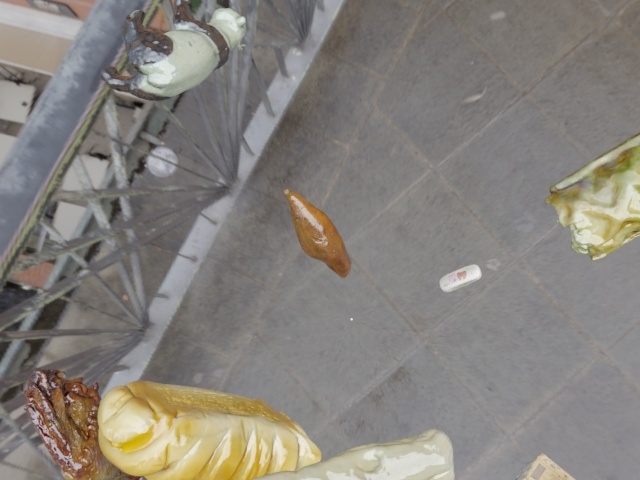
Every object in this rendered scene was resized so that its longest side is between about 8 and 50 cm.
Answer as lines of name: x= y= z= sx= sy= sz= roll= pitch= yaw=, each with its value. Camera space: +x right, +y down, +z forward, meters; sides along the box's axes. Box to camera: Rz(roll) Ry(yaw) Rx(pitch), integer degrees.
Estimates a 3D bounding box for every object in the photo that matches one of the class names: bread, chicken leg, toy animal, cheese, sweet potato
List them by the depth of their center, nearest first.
cheese: x=0.005 y=0.181 z=0.502 sx=0.194 sy=0.064 sz=0.043 roll=-14 pitch=49 yaw=-9
bread: x=0.350 y=-0.079 z=0.654 sx=0.270 sy=0.098 sz=0.087 roll=-32 pitch=71 yaw=21
bread: x=-0.163 y=0.277 z=0.963 sx=0.311 sy=0.173 sz=0.121 roll=19 pitch=92 yaw=-36
toy animal: x=-0.193 y=-0.274 z=0.977 sx=0.121 sy=0.093 sz=0.225 roll=28 pitch=43 yaw=18
chicken leg: x=-0.421 y=0.353 z=1.246 sx=0.083 sy=0.177 sz=0.322 roll=-21 pitch=106 yaw=18
sweet potato: x=-0.001 y=-0.003 z=1.877 sx=0.112 sy=0.112 sz=0.359 roll=-37 pitch=122 yaw=-2

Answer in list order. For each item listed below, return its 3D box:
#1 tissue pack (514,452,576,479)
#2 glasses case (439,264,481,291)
tissue pack: x=0.592 y=0.649 z=1.720 sx=0.222 sy=0.186 sz=0.090 roll=37 pitch=113 yaw=21
glasses case: x=0.269 y=0.073 z=1.331 sx=0.083 sy=0.021 sz=0.032 roll=-25 pitch=54 yaw=22
